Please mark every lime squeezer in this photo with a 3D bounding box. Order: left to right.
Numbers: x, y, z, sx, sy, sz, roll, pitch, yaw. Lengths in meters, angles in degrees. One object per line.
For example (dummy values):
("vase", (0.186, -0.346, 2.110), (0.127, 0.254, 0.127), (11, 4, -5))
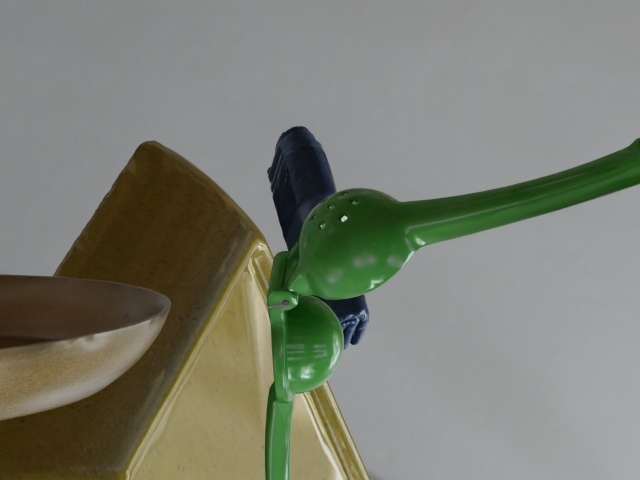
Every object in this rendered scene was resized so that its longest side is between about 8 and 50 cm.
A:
("lime squeezer", (0.020, 0.036, 0.914), (0.110, 0.310, 0.059), (18, -141, -30))

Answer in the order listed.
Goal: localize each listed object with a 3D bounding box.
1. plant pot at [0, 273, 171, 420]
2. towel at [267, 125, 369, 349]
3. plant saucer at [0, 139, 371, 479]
("plant pot", (-0.175, 0.042, 0.745), (0.236, 0.236, 0.032), (-3, -84, -20))
("towel", (0.000, 0.000, 1.095), (0.029, 0.067, 0.119), (-10, -110, -13))
("plant saucer", (-0.065, 0.155, 1.161), (0.081, 0.333, 0.333), (-8, -148, 25))
